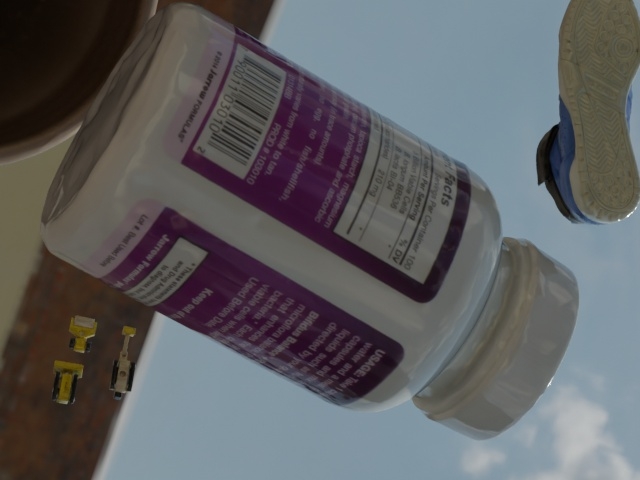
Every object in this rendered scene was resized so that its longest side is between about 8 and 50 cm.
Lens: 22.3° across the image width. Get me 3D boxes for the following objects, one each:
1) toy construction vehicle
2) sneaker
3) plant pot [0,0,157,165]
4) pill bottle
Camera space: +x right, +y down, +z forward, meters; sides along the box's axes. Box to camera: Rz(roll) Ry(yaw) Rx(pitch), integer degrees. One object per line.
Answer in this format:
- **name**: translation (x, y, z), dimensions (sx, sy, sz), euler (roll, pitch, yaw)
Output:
- **toy construction vehicle**: translation (-0.243, 0.134, 1.747), dimensions (0.035, 0.085, 0.098), euler (119, -23, -65)
- **sneaker**: translation (0.169, -0.084, 1.035), dimensions (0.084, 0.058, 0.152), euler (159, -73, -79)
- **plant pot**: translation (-0.270, -0.198, 1.101), dimensions (0.229, 0.263, 0.263), euler (26, -85, 55)
- **pill bottle**: translation (0.000, 0.000, 0.975), dimensions (0.169, 0.301, 0.169), euler (-52, -161, 25)
